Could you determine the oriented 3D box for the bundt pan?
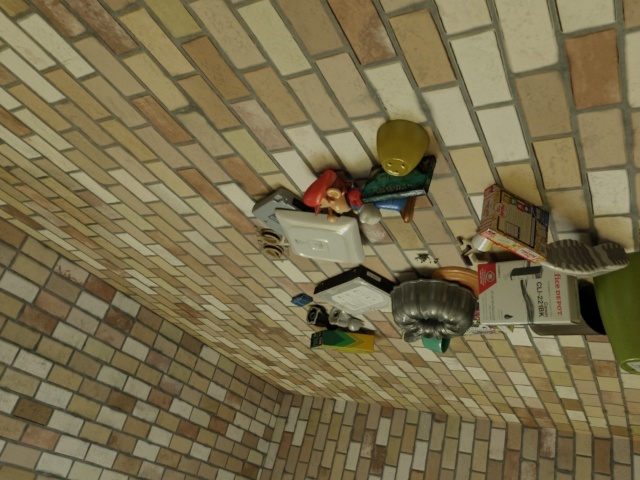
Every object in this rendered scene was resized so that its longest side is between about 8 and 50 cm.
[{"bbox_3d":[0.415,0.272,1.940,0.330,0.124,0.331,8,149,5],"label":"bundt pan"}]

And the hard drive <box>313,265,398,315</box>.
[{"bbox_3d":[0.153,0.216,2.148,0.237,0.064,0.339,30,150,-23],"label":"hard drive"}]

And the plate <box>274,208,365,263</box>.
[{"bbox_3d":[0.000,0.000,1.746,0.278,0.045,0.277,8,152,17],"label":"plate"}]

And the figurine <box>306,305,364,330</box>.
[{"bbox_3d":[0.078,0.380,2.475,0.215,0.092,0.209,-7,153,36],"label":"figurine"}]

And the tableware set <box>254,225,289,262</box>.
[{"bbox_3d":[-0.187,0.022,1.997,0.128,0.039,0.194,12,152,7],"label":"tableware set"}]

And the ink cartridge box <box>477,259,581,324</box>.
[{"bbox_3d":[0.642,0.163,1.623,0.272,0.197,0.114,-8,165,37],"label":"ink cartridge box"}]

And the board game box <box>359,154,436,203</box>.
[{"bbox_3d":[0.203,-0.159,1.371,0.186,0.126,0.026,-6,137,35],"label":"board game box"}]

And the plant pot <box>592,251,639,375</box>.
[{"bbox_3d":[0.937,0.229,1.507,0.274,0.294,0.275,12,152,7],"label":"plant pot"}]

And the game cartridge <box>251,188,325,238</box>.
[{"bbox_3d":[-0.075,-0.061,1.776,0.297,0.062,0.198,32,153,-27],"label":"game cartridge"}]

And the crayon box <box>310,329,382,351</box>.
[{"bbox_3d":[0.129,0.506,2.593,0.318,0.081,0.202,10,162,-16],"label":"crayon box"}]

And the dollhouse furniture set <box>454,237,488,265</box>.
[{"bbox_3d":[0.499,0.022,1.646,0.114,0.091,0.081,4,144,-41],"label":"dollhouse furniture set"}]

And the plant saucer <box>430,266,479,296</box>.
[{"bbox_3d":[0.496,0.158,1.886,0.200,0.037,0.200,13,152,7],"label":"plant saucer"}]

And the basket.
[{"bbox_3d":[0.826,0.247,1.760,0.204,0.154,0.227,29,153,-21],"label":"basket"}]

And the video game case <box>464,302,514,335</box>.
[{"bbox_3d":[0.622,0.320,2.107,0.232,0.042,0.210,-14,139,44],"label":"video game case"}]

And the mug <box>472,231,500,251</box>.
[{"bbox_3d":[0.502,-0.011,1.564,0.078,0.062,0.064,-9,147,-16],"label":"mug"}]

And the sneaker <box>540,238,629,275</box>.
[{"bbox_3d":[0.716,0.070,1.453,0.281,0.105,0.115,4,148,-19],"label":"sneaker"}]

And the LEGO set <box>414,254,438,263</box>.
[{"bbox_3d":[0.365,0.062,1.804,0.083,0.023,0.054,14,157,-25],"label":"LEGO set"}]

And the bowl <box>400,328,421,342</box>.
[{"bbox_3d":[0.396,0.346,2.203,0.080,0.170,0.170,52,180,42],"label":"bowl"}]

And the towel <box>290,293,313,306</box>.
[{"bbox_3d":[-0.086,0.280,2.424,0.067,0.029,0.119,26,150,-19],"label":"towel"}]

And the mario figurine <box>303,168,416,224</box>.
[{"bbox_3d":[0.106,-0.090,1.507,0.320,0.170,0.198,10,153,9],"label":"mario figurine"}]

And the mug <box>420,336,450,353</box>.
[{"bbox_3d":[0.475,0.393,2.149,0.097,0.129,0.158,11,156,31],"label":"mug"}]

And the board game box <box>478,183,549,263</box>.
[{"bbox_3d":[0.518,-0.044,1.391,0.193,0.147,0.045,25,151,-15],"label":"board game box"}]

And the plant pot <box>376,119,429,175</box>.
[{"bbox_3d":[0.196,-0.218,1.299,0.134,0.095,0.134,13,152,7],"label":"plant pot"}]
